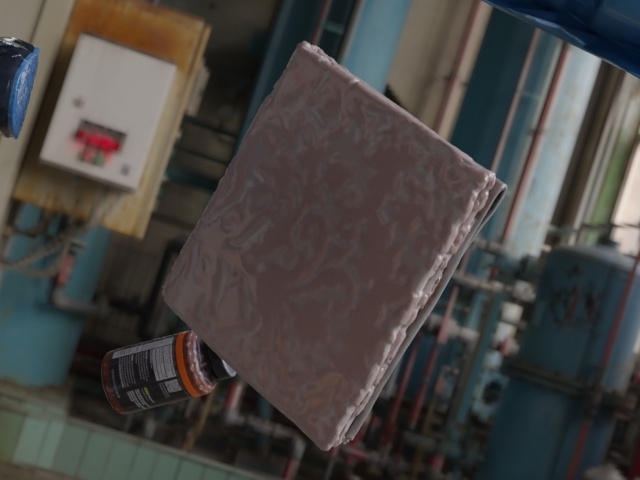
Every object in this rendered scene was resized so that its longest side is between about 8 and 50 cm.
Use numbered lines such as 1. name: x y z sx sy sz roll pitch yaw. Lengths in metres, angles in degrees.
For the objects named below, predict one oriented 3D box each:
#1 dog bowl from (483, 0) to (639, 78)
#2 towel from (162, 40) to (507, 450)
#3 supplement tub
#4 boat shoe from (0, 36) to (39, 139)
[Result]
1. dog bowl: 0.210 -0.211 0.960 0.297 0.166 0.074 28 2 10
2. towel: 0.000 0.000 1.388 0.317 0.332 0.053 39 13 37
3. supplement tub: -0.232 0.200 2.069 0.198 0.106 0.106 -14 -10 13
4. boat shoe: -0.336 -0.155 1.341 0.089 0.109 0.258 14 5 -14
